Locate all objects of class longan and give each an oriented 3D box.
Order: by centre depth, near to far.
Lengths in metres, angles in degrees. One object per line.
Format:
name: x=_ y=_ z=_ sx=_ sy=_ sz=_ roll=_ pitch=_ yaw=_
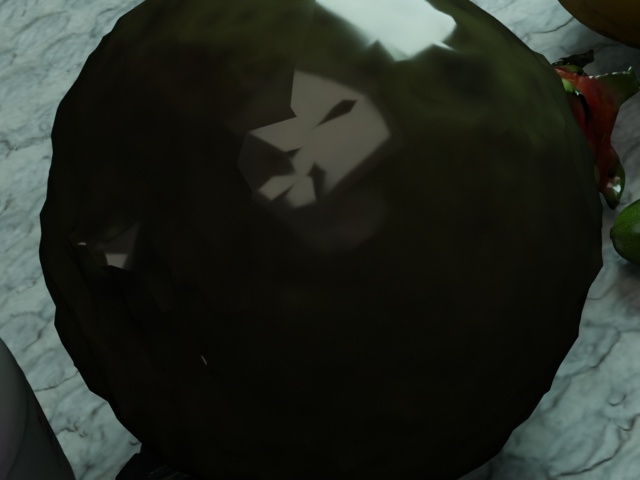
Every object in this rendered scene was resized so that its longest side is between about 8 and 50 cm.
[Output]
longan: x=0.000 y=0.000 z=1.266 sx=0.391 sy=0.391 sz=0.391 roll=-8 pitch=47 yaw=9

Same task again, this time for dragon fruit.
dragon fruit: x=0.182 y=-0.091 z=1.490 sx=0.137 sy=0.135 sz=0.236 roll=14 pitch=35 yaw=34

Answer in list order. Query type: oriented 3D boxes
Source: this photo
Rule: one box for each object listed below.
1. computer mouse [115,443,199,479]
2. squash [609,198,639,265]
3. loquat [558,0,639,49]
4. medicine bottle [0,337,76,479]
computer mouse: x=-0.093 y=0.203 z=1.343 sx=0.099 sy=0.057 sz=0.172 roll=-27 pitch=35 yaw=-7
squash: x=0.344 y=-0.013 z=1.408 sx=0.252 sy=0.066 sz=0.066 roll=-2 pitch=48 yaw=13
loquat: x=0.288 y=-0.267 z=1.548 sx=0.235 sy=0.235 sz=0.235 roll=-8 pitch=47 yaw=9
medicine bottle: x=-0.321 y=0.140 z=1.277 sx=0.256 sy=0.325 sz=0.256 roll=-9 pitch=45 yaw=9
